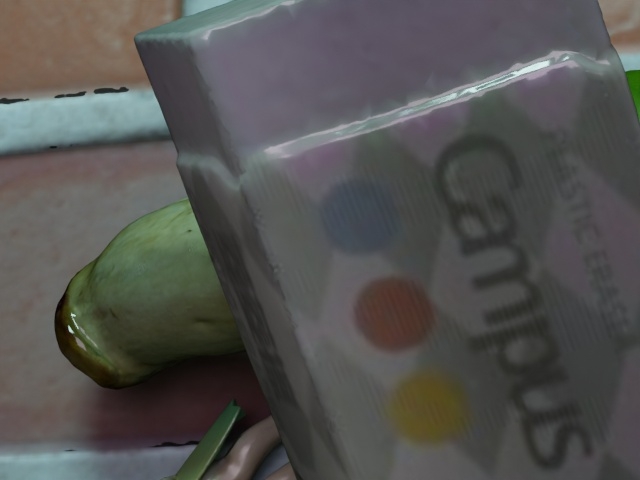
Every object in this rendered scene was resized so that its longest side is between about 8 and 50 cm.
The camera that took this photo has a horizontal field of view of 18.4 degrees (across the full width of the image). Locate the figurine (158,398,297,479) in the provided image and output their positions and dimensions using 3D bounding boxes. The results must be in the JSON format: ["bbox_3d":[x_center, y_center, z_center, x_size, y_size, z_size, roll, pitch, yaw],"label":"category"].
[{"bbox_3d":[-0.075,0.152,1.032,0.187,0.083,0.083,-37,65,-14],"label":"figurine"}]

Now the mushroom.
[{"bbox_3d":[-0.002,0.002,0.986,0.333,0.107,0.087,-17,106,38],"label":"mushroom"}]

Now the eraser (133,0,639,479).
[{"bbox_3d":[0.072,0.066,0.892,0.213,0.082,0.397,-18,103,12],"label":"eraser"}]

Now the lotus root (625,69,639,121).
[{"bbox_3d":[0.177,-0.022,0.989,0.186,0.186,0.186,-5,68,11],"label":"lotus root"}]
